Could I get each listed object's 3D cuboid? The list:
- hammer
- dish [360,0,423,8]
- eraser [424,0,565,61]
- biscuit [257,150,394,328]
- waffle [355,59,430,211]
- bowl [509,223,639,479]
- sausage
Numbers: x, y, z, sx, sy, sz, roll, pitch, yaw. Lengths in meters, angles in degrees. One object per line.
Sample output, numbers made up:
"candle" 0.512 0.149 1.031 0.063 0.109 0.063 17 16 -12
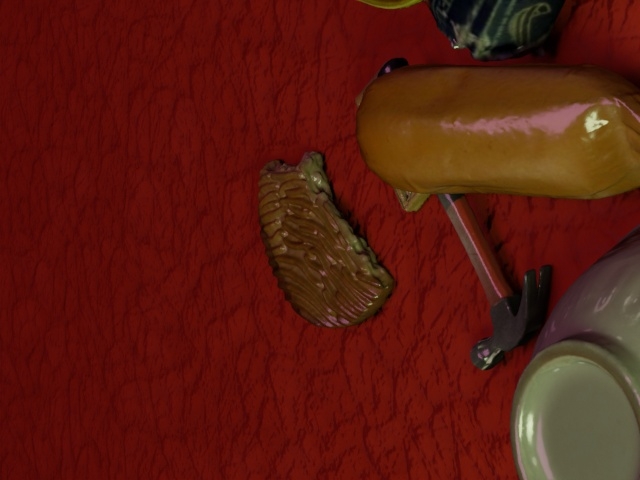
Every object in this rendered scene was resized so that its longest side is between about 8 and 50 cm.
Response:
"hammer" 0.119 -0.034 1.444 0.111 0.033 0.288 -45 63 47
"dish" 0.074 -0.260 1.292 0.207 0.080 0.149 2 100 53
"eraser" 0.171 -0.311 1.301 0.155 0.101 0.332 55 136 37
"biscuit" -0.001 0.000 1.653 0.228 0.031 0.176 16 107 55
"waffle" 0.081 -0.104 1.531 0.092 0.021 0.135 -50 55 48
"bowl" 0.245 0.139 1.189 0.337 0.157 0.337 8 100 55
"sausage" 0.172 -0.087 1.306 0.328 0.112 0.112 5 98 42
